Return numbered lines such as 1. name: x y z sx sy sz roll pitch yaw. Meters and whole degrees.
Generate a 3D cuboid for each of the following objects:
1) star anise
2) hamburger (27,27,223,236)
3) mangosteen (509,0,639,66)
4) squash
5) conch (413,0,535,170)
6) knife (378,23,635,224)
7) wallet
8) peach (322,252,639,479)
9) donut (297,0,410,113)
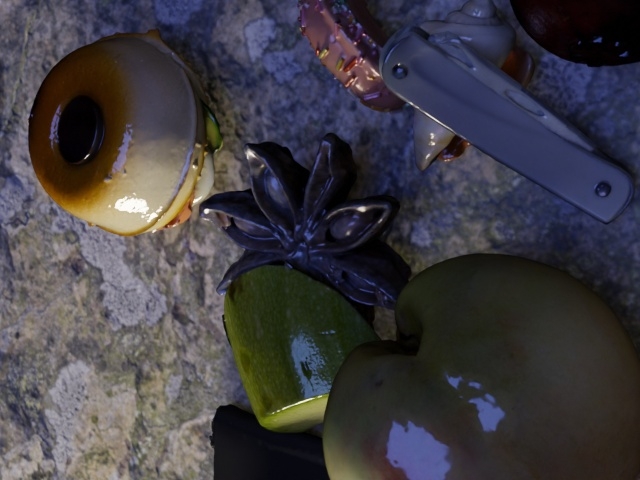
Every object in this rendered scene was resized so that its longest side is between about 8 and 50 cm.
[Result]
1. star anise: 0.001 -0.001 1.087 0.223 0.109 0.236 47 130 8
2. hamburger: -0.217 -0.113 1.162 0.236 0.147 0.237 -2 87 35
3. mangosteen: 0.247 -0.242 0.886 0.199 0.200 0.200 5 101 28
4. squash: -0.040 0.122 1.066 0.184 0.085 0.192 50 132 -6
5. conch: 0.135 -0.144 0.995 0.094 0.104 0.176 20 111 44
6. knife: 0.169 -0.104 0.947 0.265 0.041 0.073 33 115 -12
7. wallet: -0.020 0.277 1.180 0.250 0.044 0.149 11 108 26
8. peach: 0.151 0.163 0.931 0.292 0.292 0.247 69 156 2
9. donut: 0.031 -0.192 1.031 0.065 0.117 0.166 -40 78 23
